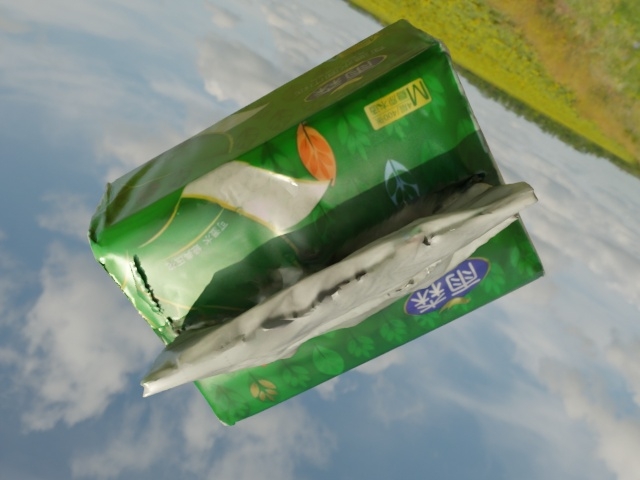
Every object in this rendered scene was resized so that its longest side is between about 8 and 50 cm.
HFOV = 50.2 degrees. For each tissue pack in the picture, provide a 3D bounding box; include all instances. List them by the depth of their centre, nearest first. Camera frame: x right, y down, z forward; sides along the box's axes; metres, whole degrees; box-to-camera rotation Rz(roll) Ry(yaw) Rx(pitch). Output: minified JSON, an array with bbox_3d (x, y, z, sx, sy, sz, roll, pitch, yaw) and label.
[{"bbox_3d":[0.000,0.002,0.378,0.148,0.209,0.156,60,-174,-27],"label":"tissue pack"}]
